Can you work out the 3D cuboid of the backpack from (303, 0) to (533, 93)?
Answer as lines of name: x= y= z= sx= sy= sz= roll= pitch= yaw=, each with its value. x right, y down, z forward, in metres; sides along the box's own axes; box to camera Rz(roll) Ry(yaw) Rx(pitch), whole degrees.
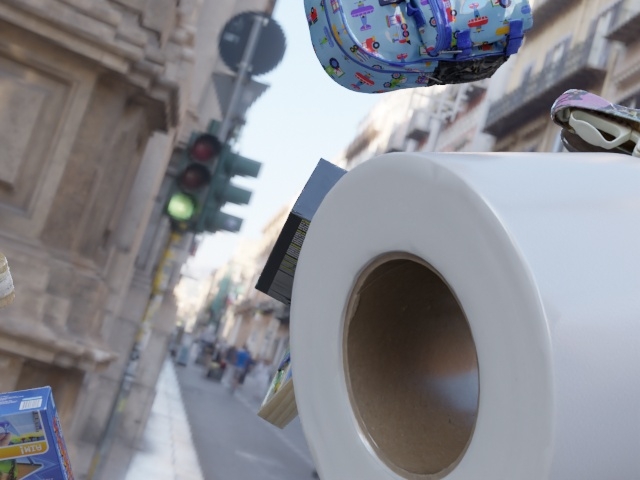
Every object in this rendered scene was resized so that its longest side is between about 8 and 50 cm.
backpack: x=0.078 y=-0.212 z=0.888 sx=0.173 sy=0.158 sz=0.117 roll=-10 pitch=-5 yaw=-12

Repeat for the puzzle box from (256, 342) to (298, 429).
puzzle box: x=0.042 y=0.094 z=1.521 sx=0.052 sy=0.272 sz=0.409 roll=31 pitch=-39 yaw=-6

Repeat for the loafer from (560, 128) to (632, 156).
loafer: x=0.604 y=-0.195 z=1.765 sx=0.366 sy=0.134 sz=0.130 roll=10 pitch=-48 yaw=26

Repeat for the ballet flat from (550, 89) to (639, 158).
ballet flat: x=0.417 y=-0.144 z=1.376 sx=0.222 sy=0.079 sz=0.077 roll=23 pitch=-42 yaw=23

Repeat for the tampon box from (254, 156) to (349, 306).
tampon box: x=0.000 y=0.000 z=1.311 sx=0.101 sy=0.120 sz=0.161 roll=27 pitch=-45 yaw=-1

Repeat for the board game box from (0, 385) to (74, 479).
board game box: x=-0.311 y=0.200 z=0.837 sx=0.201 sy=0.136 sz=0.035 roll=-7 pitch=26 yaw=-4

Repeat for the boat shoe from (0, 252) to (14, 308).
boat shoe: x=-0.373 y=0.064 z=0.955 sx=0.170 sy=0.059 sz=0.063 roll=-15 pitch=33 yaw=-6

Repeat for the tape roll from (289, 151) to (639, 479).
tape roll: x=0.113 y=0.067 z=0.611 sx=0.169 sy=0.246 sz=0.246 roll=-4 pitch=4 yaw=-32
